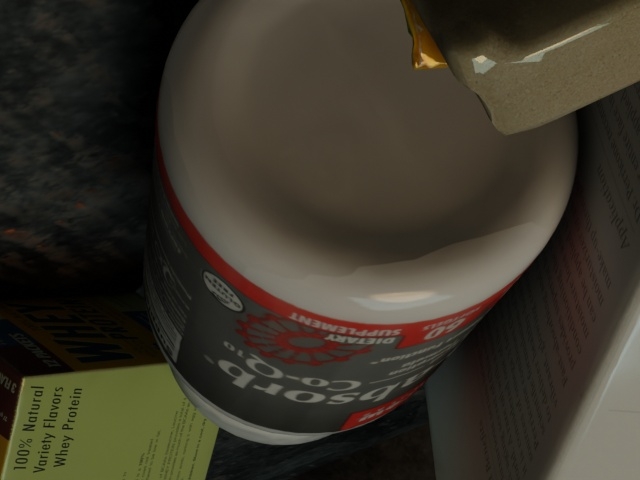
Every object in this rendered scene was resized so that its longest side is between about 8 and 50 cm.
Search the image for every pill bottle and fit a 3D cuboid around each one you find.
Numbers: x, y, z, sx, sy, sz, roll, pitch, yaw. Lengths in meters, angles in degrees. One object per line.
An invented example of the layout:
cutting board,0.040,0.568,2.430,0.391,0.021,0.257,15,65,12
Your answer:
pill bottle,0.000,0.000,0.762,0.210,0.210,0.363,-16,162,-15

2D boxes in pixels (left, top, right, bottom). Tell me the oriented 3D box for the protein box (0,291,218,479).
protein box,-0.201,0.158,0.973,0.201,0.136,0.200,0,111,-48

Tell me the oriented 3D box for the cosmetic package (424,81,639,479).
cosmetic package,0.192,0.025,0.711,0.161,0.230,0.453,6,133,-9

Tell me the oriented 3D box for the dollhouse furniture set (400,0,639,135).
dollhouse furniture set,0.149,-0.159,0.464,0.301,0.197,0.151,-24,158,2
